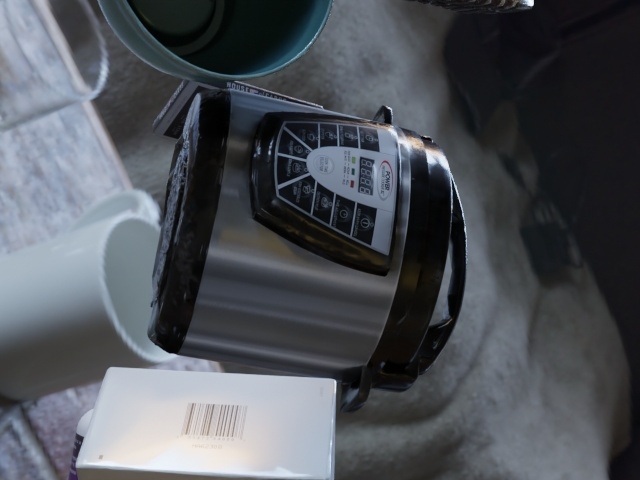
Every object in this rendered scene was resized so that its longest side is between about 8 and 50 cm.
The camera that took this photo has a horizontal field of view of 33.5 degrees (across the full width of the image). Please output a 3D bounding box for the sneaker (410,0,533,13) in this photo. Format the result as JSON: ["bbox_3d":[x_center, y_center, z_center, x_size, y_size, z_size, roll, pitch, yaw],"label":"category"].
[{"bbox_3d":[0.176,-0.387,1.382,0.281,0.106,0.162,1,96,-36],"label":"sneaker"}]

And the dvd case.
[{"bbox_3d":[-0.141,-0.202,1.796,0.239,0.179,0.029,13,59,-25],"label":"dvd case"}]

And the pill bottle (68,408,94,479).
[{"bbox_3d":[-0.258,0.348,1.462,0.181,0.181,0.323,17,80,-59],"label":"pill bottle"}]

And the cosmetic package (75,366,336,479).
[{"bbox_3d":[-0.100,0.252,1.031,0.138,0.224,0.224,-84,176,-55],"label":"cosmetic package"}]

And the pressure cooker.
[{"bbox_3d":[-0.001,0.001,1.438,0.375,0.420,0.369,-109,-147,-68],"label":"pressure cooker"}]

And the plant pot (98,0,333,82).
[{"bbox_3d":[-0.154,-0.323,1.298,0.293,0.196,0.293,2,85,-30],"label":"plant pot"}]
